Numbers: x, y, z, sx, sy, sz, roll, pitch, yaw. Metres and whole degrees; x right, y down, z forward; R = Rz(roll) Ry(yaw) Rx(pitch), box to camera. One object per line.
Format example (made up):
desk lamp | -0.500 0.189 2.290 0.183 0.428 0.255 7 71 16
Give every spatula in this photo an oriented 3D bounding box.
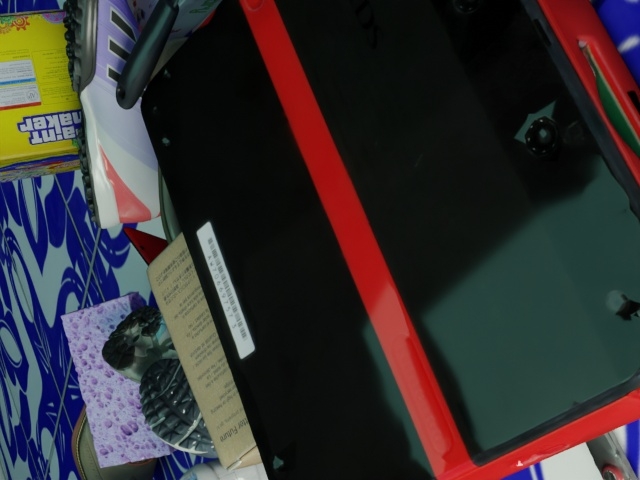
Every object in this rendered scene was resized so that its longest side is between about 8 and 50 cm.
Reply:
spatula | -0.133 -0.231 0.819 0.084 0.030 0.296 51 133 23

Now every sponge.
sponge | -0.259 0.180 1.187 0.117 0.031 0.210 -15 90 25

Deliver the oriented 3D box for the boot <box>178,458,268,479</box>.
boot | -0.118 0.292 1.029 0.095 0.123 0.258 62 147 26

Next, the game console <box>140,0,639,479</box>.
game console | 0.036 -0.032 0.591 0.342 0.060 0.386 -38 64 38

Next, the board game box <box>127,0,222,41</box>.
board game box | -0.156 -0.319 0.927 0.305 0.053 0.193 -14 90 61

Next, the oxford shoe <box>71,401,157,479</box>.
oxford shoe | -0.271 0.276 1.297 0.130 0.123 0.348 38 133 41

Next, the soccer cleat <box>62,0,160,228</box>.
soccer cleat | -0.209 -0.159 0.995 0.108 0.116 0.318 -121 27 -51

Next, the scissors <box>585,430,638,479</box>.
scissors | 0.193 0.156 0.548 0.109 0.021 0.297 -24 79 63

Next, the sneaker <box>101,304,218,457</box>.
sneaker | -0.140 0.165 1.042 0.122 0.110 0.283 44 174 -33

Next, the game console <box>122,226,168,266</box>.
game console | -0.167 0.062 1.064 0.144 0.085 0.124 46 138 44

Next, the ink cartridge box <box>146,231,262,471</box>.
ink cartridge box | -0.016 0.041 0.721 0.234 0.088 0.193 -41 65 34

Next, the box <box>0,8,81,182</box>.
box | -0.429 -0.176 1.218 0.279 0.290 0.177 -8 95 61

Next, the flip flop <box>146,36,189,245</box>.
flip flop | -0.096 -0.072 0.885 0.080 0.112 0.277 -22 76 47
